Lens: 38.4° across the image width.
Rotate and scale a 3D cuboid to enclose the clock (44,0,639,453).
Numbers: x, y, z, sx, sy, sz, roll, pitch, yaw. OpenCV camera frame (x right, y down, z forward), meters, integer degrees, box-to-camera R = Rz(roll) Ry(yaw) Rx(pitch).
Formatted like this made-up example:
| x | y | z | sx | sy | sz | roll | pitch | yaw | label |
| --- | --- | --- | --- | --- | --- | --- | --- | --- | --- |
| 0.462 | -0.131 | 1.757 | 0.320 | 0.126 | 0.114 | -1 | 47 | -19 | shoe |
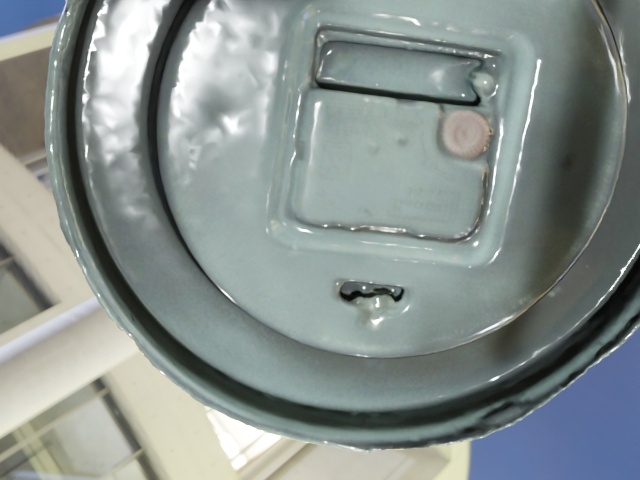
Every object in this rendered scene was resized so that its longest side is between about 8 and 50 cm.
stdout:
| x | y | z | sx | sy | sz | roll | pitch | yaw | label |
| --- | --- | --- | --- | --- | --- | --- | --- | --- | --- |
| 0.034 | -0.054 | 0.456 | 0.067 | 0.325 | 0.325 | -111 | -175 | -73 | clock |
